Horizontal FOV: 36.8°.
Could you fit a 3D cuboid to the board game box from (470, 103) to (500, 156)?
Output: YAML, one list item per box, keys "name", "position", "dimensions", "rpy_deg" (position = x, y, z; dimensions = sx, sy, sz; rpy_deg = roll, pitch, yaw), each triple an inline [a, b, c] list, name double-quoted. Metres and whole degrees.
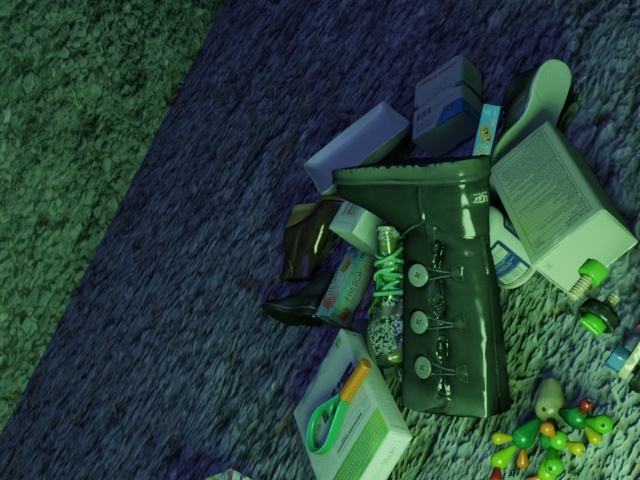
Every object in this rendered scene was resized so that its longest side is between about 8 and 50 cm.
- name: "board game box"
  position: [0.320, -0.158, 1.949]
  dimensions: [0.160, 0.039, 0.211]
  rpy_deg: [17, -95, -83]

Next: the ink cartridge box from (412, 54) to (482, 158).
- name: "ink cartridge box"
  position: [0.297, -0.313, 2.248]
  dimensions: [0.148, 0.086, 0.203]
  rpy_deg: [-30, 36, 36]

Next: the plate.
- name: "plate"
  position: [0.095, -0.228, 2.436]
  dimensions: [0.278, 0.045, 0.277]
  rpy_deg: [-38, 22, 4]

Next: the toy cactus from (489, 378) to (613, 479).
- name: "toy cactus"
  position: [0.355, 0.293, 1.528]
  dimensions: [0.219, 0.112, 0.180]
  rpy_deg: [-43, 20, 36]

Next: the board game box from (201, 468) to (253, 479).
- name: "board game box"
  position: [-0.193, 0.623, 1.917]
  dimensions: [0.142, 0.144, 0.275]
  rpy_deg: [-29, 38, 36]

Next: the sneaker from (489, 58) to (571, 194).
- name: "sneaker"
  position: [0.413, -0.230, 1.997]
  dimensions: [0.295, 0.105, 0.147]
  rpy_deg: [-66, 11, 0]

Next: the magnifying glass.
- name: "magnifying glass"
  position: [0.032, 0.315, 1.832]
  dimensions: [0.231, 0.026, 0.092]
  rpy_deg: [-58, 28, 26]

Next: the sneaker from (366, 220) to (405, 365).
- name: "sneaker"
  position: [0.145, 0.049, 1.900]
  dimensions: [0.158, 0.182, 0.410]
  rpy_deg: [-10, 51, 36]

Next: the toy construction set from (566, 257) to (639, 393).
- name: "toy construction set"
  position: [0.553, 0.110, 1.333]
  dimensions: [0.237, 0.257, 0.309]
  rpy_deg: [-48, 48, -13]

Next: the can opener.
- name: "can opener"
  position: [0.155, 0.228, 1.926]
  dimensions: [0.095, 0.076, 0.283]
  rpy_deg: [-24, 26, -12]

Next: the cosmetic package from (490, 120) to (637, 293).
- name: "cosmetic package"
  position: [0.434, -0.067, 1.764]
  dimensions: [0.160, 0.113, 0.309]
  rpy_deg: [-42, 32, 22]

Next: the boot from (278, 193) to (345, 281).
- name: "boot"
  position: [0.000, 0.000, 2.389]
  dimensions: [0.248, 0.090, 0.206]
  rpy_deg: [-9, 66, 46]

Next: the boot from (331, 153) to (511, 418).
- name: "boot"
  position: [0.171, 0.079, 1.729]
  dimensions: [0.367, 0.146, 0.445]
  rpy_deg: [5, 105, 55]

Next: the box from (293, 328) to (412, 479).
- name: "box"
  position: [0.053, 0.356, 1.862]
  dimensions: [0.232, 0.059, 0.322]
  rpy_deg: [-62, 26, 22]

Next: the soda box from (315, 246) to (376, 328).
- name: "soda box"
  position: [0.062, 0.106, 2.174]
  dimensions: [0.058, 0.063, 0.183]
  rpy_deg: [1, 60, 56]

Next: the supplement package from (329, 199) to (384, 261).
- name: "supplement package"
  position: [0.129, -0.019, 2.086]
  dimensions: [0.105, 0.179, 0.105]
  rpy_deg: [12, 69, 59]

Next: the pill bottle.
- name: "pill bottle"
  position: [0.312, 0.000, 1.793]
  dimensions: [0.112, 0.187, 0.112]
  rpy_deg: [-36, 33, 29]

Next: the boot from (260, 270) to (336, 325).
- name: "boot"
  position: [-0.041, 0.131, 2.302]
  dimensions: [0.198, 0.077, 0.137]
  rpy_deg: [5, 58, 42]
